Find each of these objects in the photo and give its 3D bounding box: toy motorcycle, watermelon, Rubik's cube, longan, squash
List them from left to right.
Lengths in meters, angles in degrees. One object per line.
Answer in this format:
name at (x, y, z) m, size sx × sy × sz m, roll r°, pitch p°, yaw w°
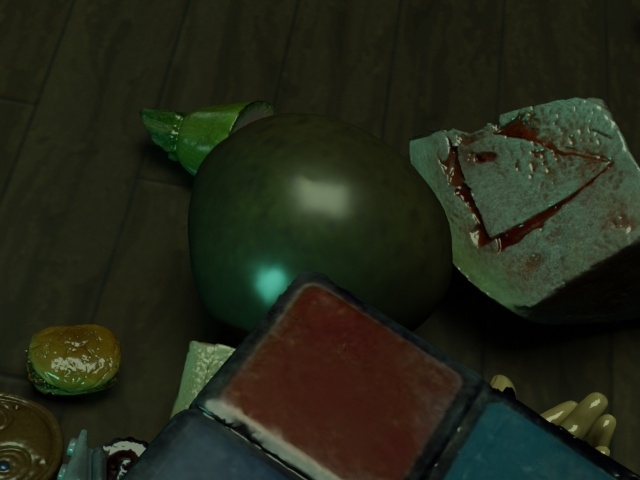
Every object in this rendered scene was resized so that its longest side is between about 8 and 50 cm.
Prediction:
toy motorcycle at (-0.198, 0.242, 1.289) m, size 0.123 × 0.080 × 0.215 m, roll 17°, pitch 52°, yaw -2°
squash at (-0.119, -0.098, 1.675) m, size 0.132 × 0.105 × 0.105 m, roll 12°, pitch 39°, yaw 29°
longan at (0.000, 0.000, 1.496) m, size 0.246 × 0.215 × 0.246 m, roll 14°, pitch 60°, yaw -26°
Rubik's cube at (0.001, 0.270, 1.101) m, size 0.318 × 0.316 × 0.313 m, roll 34°, pitch 47°, yaw 7°
watermelon at (0.249, -0.040, 1.578) m, size 0.262 × 0.201 × 0.212 m, roll 3°, pitch 53°, yaw -36°

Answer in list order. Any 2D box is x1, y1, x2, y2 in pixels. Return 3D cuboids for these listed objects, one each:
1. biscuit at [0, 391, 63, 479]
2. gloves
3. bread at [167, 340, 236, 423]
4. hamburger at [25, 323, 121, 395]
biscuit at (-0.297, 0.180, 1.377) m, size 0.175 × 0.026 × 0.124 m, roll -14°, pitch 47°, yaw -24°
gloves at (0.180, 0.192, 1.395) m, size 0.164 × 0.124 × 0.203 m, roll 50°, pitch 31°, yaw 9°
bread at (-0.092, 0.166, 1.433) m, size 0.077 × 0.105 × 0.152 m, roll 15°, pitch 75°, yaw 4°
hamburger at (-0.217, 0.105, 1.459) m, size 0.083 × 0.044 × 0.076 m, roll -2°, pitch 45°, yaw -16°
